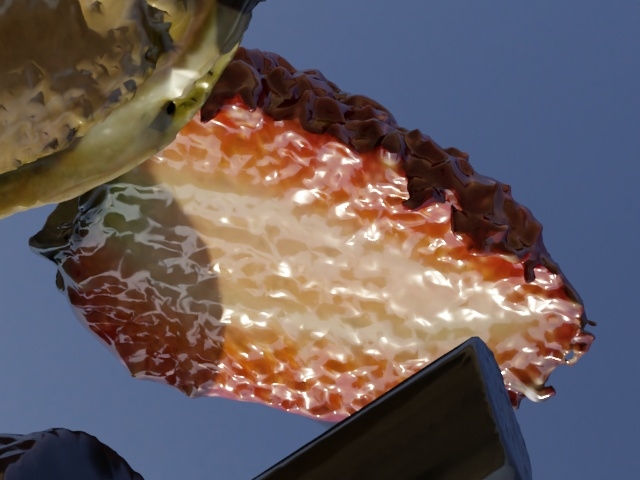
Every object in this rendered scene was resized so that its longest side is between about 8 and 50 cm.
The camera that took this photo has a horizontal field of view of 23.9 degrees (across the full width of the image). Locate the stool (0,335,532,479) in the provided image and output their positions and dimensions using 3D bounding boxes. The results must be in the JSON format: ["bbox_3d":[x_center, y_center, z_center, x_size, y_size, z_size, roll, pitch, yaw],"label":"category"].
[{"bbox_3d":[-0.013,0.163,0.381,0.178,0.272,0.272,-18,-135,12],"label":"stool"}]

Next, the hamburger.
[{"bbox_3d":[-0.131,-0.074,0.514,0.135,0.208,0.155,-128,-135,-61],"label":"hamburger"}]

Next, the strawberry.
[{"bbox_3d":[0.000,0.000,0.841,0.306,0.233,0.137,19,-137,5],"label":"strawberry"}]
